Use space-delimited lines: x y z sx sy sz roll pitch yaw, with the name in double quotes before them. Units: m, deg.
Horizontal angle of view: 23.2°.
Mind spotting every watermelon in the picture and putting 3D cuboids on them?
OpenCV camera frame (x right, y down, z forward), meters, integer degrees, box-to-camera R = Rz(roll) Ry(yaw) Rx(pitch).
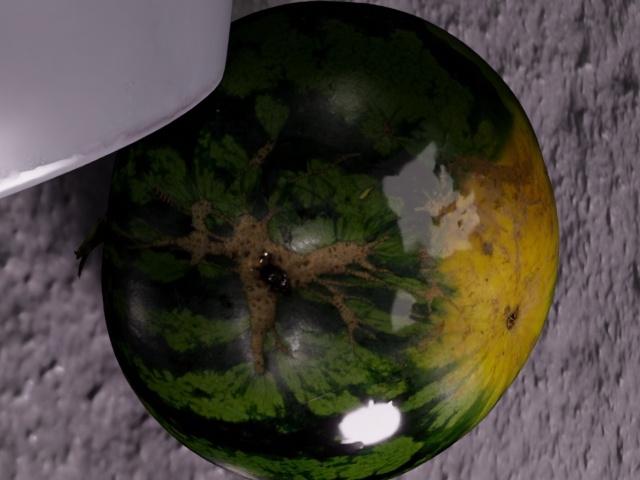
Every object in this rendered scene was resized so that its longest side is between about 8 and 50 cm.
"watermelon" 0.005 0.000 0.861 0.269 0.269 0.269 7 81 -50

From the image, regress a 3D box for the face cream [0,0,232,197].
"face cream" -0.184 -0.201 0.668 0.312 0.219 0.357 -32 110 -42
